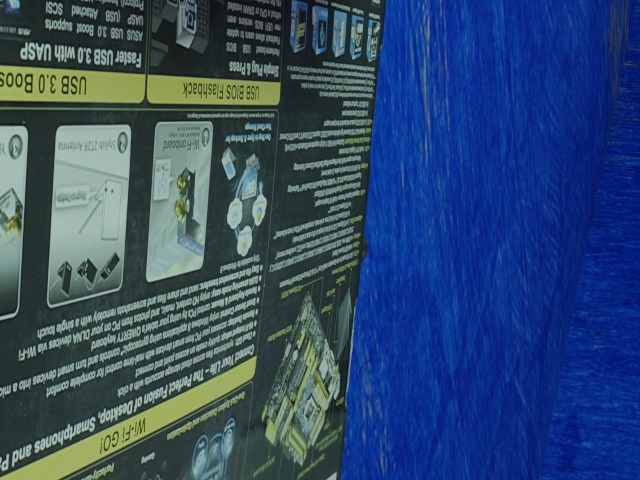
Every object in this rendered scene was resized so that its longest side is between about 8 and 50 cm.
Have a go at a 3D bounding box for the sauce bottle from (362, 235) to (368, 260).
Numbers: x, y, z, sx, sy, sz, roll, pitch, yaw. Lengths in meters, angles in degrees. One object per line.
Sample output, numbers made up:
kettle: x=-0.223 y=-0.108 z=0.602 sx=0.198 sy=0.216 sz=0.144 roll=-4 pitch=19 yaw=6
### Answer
sauce bottle: x=0.000 y=0.000 z=0.805 sx=0.128 sy=0.042 sz=0.042 roll=25 pitch=73 yaw=-73

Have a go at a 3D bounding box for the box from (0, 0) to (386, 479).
box: x=-0.074 y=0.005 z=0.468 sx=0.395 sy=0.097 sz=0.318 roll=-19 pitch=113 yaw=-72
